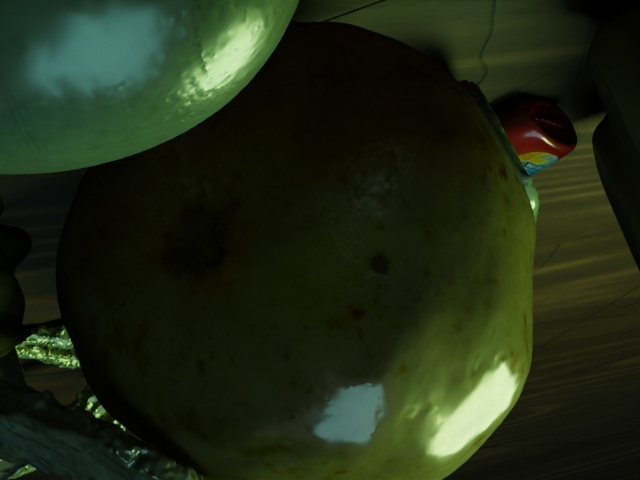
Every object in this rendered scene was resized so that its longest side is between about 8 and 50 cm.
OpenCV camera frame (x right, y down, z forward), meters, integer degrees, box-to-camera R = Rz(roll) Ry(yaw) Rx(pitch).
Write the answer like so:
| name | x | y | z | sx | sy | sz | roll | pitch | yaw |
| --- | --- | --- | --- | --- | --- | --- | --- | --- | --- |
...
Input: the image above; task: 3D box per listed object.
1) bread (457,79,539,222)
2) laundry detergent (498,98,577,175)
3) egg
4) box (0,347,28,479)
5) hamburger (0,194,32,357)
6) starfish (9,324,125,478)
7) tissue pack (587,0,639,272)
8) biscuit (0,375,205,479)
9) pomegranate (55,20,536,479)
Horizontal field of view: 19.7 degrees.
| name | x | y | z | sx | sy | sz | roll | pitch | yaw |
| --- | --- | --- | --- | --- | --- | --- | --- | --- | --- |
| bread | 0.000 | 0.000 | 1.482 | 0.338 | 0.155 | 0.187 | -22 | 167 | 0 |
| laundry detergent | 0.140 | -0.065 | 1.624 | 0.165 | 0.049 | 0.097 | -32 | 152 | 31 |
| egg | -0.149 | -0.136 | 0.831 | 0.295 | 0.218 | 0.218 | -9 | 162 | 3 |
| box | -0.400 | 0.154 | 1.430 | 0.225 | 0.190 | 0.297 | -5 | 156 | -45 |
| hamburger | -0.303 | 0.015 | 1.204 | 0.237 | 0.149 | 0.237 | -13 | 167 | -3 |
| starfish | -0.147 | 0.106 | 1.720 | 0.358 | 0.078 | 0.347 | 19 | 124 | -31 |
| tissue pack | 0.377 | -0.078 | 1.496 | 0.277 | 0.267 | 0.387 | -24 | 161 | 1 |
| biscuit | -0.188 | 0.121 | 1.193 | 0.250 | 0.032 | 0.133 | 10 | 155 | 35 |
| pomegranate | -0.014 | 0.021 | 1.248 | 0.342 | 0.342 | 0.342 | -19 | 162 | -6 |
